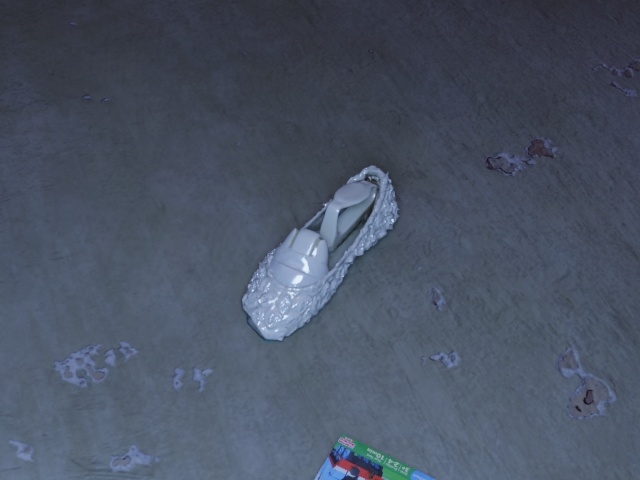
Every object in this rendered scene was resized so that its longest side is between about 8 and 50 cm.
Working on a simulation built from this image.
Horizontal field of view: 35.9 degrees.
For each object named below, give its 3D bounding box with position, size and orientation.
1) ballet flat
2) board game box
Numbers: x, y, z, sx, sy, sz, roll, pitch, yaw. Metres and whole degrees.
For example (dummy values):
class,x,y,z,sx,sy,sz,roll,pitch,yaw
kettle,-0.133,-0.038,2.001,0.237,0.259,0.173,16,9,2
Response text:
class,x,y,z,sx,sy,sz,roll,pitch,yaw
ballet flat,0.000,0.000,1.736,0.147,0.147,0.409,28,51,19
board game box,0.052,0.400,1.430,0.160,0.039,0.211,24,50,15
